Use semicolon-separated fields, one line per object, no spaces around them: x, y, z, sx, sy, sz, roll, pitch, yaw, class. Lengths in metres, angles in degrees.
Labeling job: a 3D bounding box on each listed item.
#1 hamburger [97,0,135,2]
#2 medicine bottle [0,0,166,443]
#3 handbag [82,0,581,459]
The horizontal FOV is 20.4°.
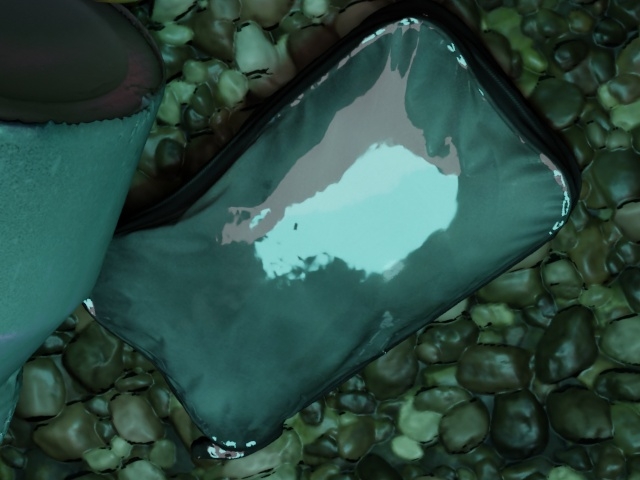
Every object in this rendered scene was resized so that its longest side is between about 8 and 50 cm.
-0.119;-0.248;1.067;0.214;0.108;0.213;3;109;9;hamburger
-0.249;-0.016;1.093;0.245;0.245;0.290;22;117;-3;medicine bottle
-0.003;0.001;1.173;0.332;0.075;0.191;-38;107;15;handbag
